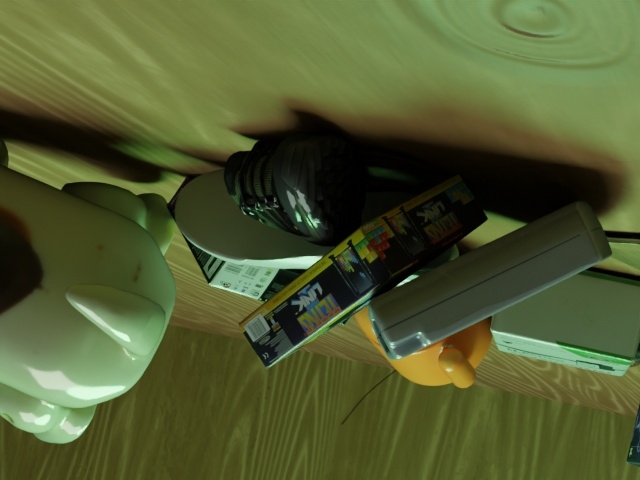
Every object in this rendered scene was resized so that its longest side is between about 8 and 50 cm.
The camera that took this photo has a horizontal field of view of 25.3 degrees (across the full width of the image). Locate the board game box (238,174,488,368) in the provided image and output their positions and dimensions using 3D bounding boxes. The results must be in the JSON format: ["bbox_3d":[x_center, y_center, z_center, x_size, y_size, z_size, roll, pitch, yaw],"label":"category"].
[{"bbox_3d":[0.034,0.026,1.146,0.141,0.048,0.170,-27,171,-46],"label":"board game box"}]

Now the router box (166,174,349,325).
[{"bbox_3d":[-0.054,0.011,1.439,0.179,0.046,0.133,20,-154,-38],"label":"router box"}]

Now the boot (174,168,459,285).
[{"bbox_3d":[0.000,0.000,1.328,0.258,0.095,0.123,9,164,18],"label":"boot"}]

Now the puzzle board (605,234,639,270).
[{"bbox_3d":[0.304,0.014,1.272,0.096,0.011,0.128,3,168,43],"label":"puzzle board"}]

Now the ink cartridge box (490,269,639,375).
[{"bbox_3d":[0.267,0.084,1.538,0.153,0.087,0.208,11,173,11],"label":"ink cartridge box"}]

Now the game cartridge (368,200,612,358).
[{"bbox_3d":[0.135,0.035,1.158,0.196,0.060,0.294,-22,175,-1],"label":"game cartridge"}]

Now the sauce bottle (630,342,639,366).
[{"bbox_3d":[0.416,0.153,1.947,0.042,0.042,0.128,16,171,-21],"label":"sauce bottle"}]

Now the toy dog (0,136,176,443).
[{"bbox_3d":[-0.365,0.021,1.336,0.408,0.284,0.395,26,-177,-21],"label":"toy dog"}]

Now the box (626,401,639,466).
[{"bbox_3d":[0.417,0.157,1.468,0.103,0.184,0.261,13,171,-4],"label":"box"}]

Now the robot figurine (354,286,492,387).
[{"bbox_3d":[0.107,0.075,1.524,0.128,0.158,0.219,-1,154,23],"label":"robot figurine"}]

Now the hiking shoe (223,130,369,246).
[{"bbox_3d":[-0.029,-0.039,1.149,0.114,0.086,0.227,9,172,9],"label":"hiking shoe"}]
